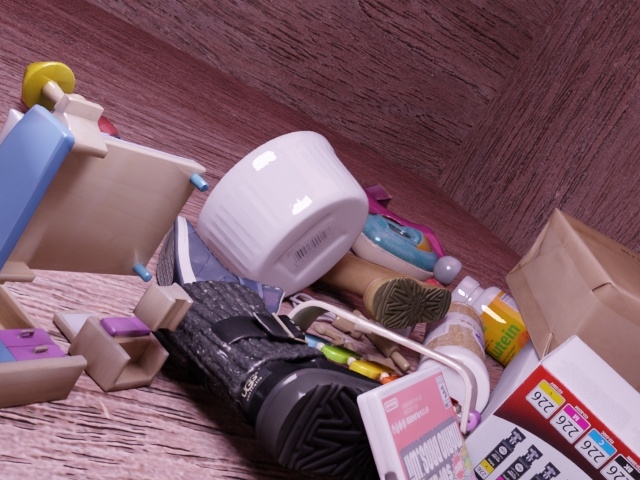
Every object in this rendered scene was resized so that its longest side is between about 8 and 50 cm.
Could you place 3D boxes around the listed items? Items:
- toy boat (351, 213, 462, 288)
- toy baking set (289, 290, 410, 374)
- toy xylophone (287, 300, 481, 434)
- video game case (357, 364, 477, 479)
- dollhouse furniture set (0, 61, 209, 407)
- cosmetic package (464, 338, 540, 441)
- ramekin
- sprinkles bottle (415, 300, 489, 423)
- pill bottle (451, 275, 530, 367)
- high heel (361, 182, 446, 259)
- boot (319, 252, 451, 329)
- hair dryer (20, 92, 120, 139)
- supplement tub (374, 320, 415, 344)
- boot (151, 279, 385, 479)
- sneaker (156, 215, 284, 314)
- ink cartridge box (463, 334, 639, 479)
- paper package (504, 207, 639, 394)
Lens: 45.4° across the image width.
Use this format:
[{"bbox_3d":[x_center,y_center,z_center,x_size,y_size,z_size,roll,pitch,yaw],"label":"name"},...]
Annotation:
[{"bbox_3d":[0.219,0.041,1.821,0.267,0.148,0.318,24,17,-34],"label":"toy boat"},{"bbox_3d":[0.045,0.151,1.332,0.196,0.030,0.256,19,20,-43],"label":"toy baking set"},{"bbox_3d":[0.099,0.174,1.118,0.322,0.081,0.236,23,-2,26],"label":"toy xylophone"},{"bbox_3d":[0.127,0.280,0.789,0.204,0.025,0.285,2,69,-64],"label":"video game case"},{"bbox_3d":[-0.245,-0.024,0.738,0.198,0.303,0.286,41,16,25],"label":"dollhouse furniture set"},{"bbox_3d":[0.381,0.296,1.200,0.230,0.162,0.453,37,23,13],"label":"cosmetic package"},{"bbox_3d":[-0.052,-0.029,1.252,0.135,0.277,0.277,49,20,23],"label":"ramekin"},{"bbox_3d":[0.239,0.208,1.382,0.121,0.121,0.355,34,14,3],"label":"sprinkles bottle"},{"bbox_3d":[0.409,0.193,1.757,0.245,0.136,0.136,38,15,18],"label":"pill bottle"},{"bbox_3d":[0.181,-0.008,2.075,0.181,0.127,0.377,-17,50,-34],"label":"high heel"},{"bbox_3d":[0.069,0.077,1.385,0.269,0.089,0.236,21,4,40],"label":"boot"},{"bbox_3d":[-0.439,-0.187,1.297,0.223,0.080,0.293,18,21,-44],"label":"hair dryer"},{"bbox_3d":[0.145,0.154,1.455,0.071,0.071,0.107,36,15,10],"label":"supplement tub"},{"bbox_3d":[-0.021,0.174,0.925,0.260,0.131,0.348,28,-7,43],"label":"boot"},{"bbox_3d":[-0.143,0.057,1.093,0.163,0.086,0.226,13,32,-26],"label":"sneaker"},{"bbox_3d":[0.306,0.320,0.877,0.309,0.272,0.130,45,32,21],"label":"ink cartridge box"},{"bbox_3d":[0.504,0.134,1.257,0.324,0.168,0.309,26,22,-11],"label":"paper package"}]
